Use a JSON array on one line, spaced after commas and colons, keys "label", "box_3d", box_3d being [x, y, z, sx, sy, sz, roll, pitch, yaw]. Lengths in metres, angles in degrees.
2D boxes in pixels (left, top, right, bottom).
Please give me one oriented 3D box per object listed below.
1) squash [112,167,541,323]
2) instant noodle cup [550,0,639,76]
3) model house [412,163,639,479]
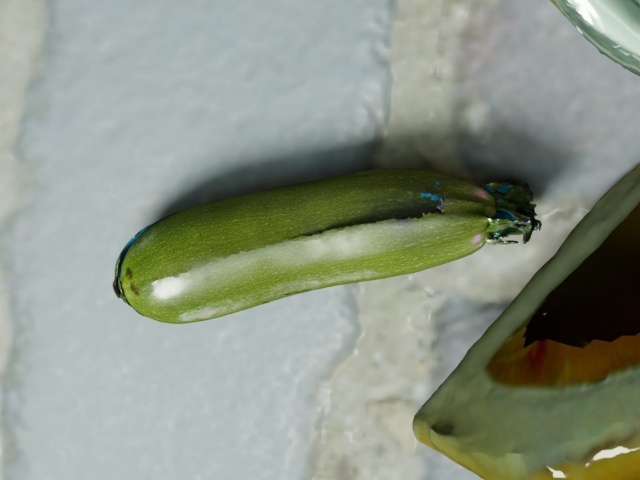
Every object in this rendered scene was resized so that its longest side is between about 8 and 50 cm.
[{"label": "squash", "box_3d": [0.000, 0.000, 0.778, 0.183, 0.052, 0.052, -10, 109, 9]}, {"label": "instant noodle cup", "box_3d": [0.132, -0.139, 0.631, 0.193, 0.212, 0.193, 1, 110, 3]}, {"label": "model house", "box_3d": [0.211, 0.072, 0.749, 0.239, 0.173, 0.268, 40, 140, -23]}]
